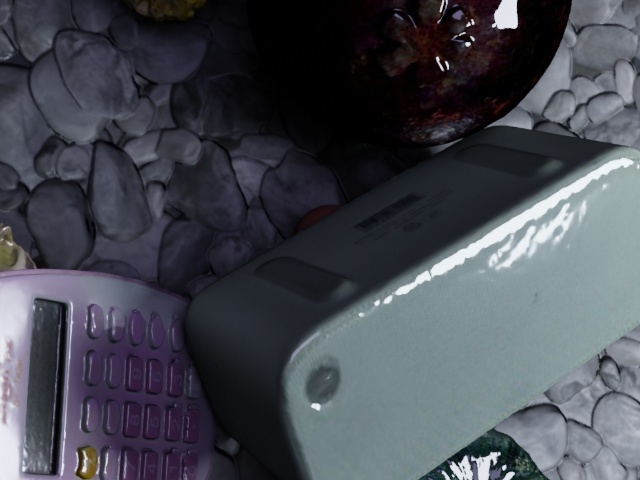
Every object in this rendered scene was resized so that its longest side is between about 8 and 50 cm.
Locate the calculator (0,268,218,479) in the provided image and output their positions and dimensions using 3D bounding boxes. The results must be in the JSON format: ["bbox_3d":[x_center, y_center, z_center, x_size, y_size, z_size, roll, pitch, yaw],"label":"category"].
[{"bbox_3d":[-0.183,0.124,1.260,0.294,0.043,0.194,14,73,-49],"label":"calculator"}]

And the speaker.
[{"bbox_3d":[0.091,0.050,1.333,0.406,0.184,0.183,-30,119,-24],"label":"speaker"}]

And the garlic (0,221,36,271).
[{"bbox_3d":[-0.284,0.090,1.257,0.087,0.101,0.195,25,67,-5],"label":"garlic"}]

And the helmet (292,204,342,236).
[{"bbox_3d":[-0.002,0.000,1.410,0.084,0.049,0.065,-45,135,-3],"label":"helmet"}]

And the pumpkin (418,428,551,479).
[{"bbox_3d":[0.121,0.255,1.334,0.211,0.152,0.211,8,71,-23],"label":"pumpkin"}]

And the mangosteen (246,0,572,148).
[{"bbox_3d":[0.066,-0.240,1.383,0.297,0.297,0.313,-15,49,-23],"label":"mangosteen"}]

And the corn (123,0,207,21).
[{"bbox_3d":[-0.072,-0.377,1.432,0.144,0.144,0.387,31,67,-10],"label":"corn"}]
